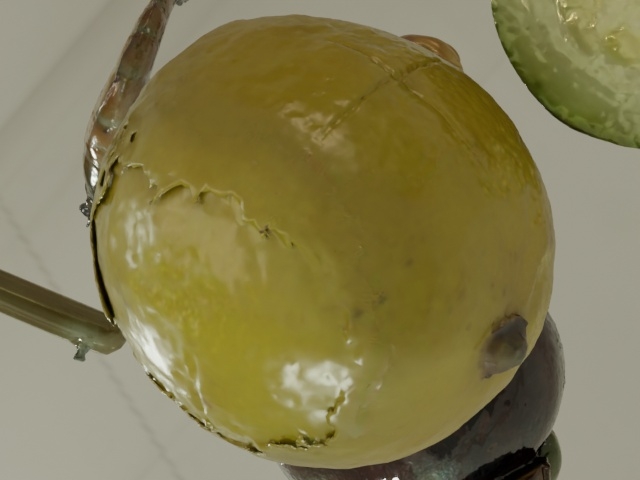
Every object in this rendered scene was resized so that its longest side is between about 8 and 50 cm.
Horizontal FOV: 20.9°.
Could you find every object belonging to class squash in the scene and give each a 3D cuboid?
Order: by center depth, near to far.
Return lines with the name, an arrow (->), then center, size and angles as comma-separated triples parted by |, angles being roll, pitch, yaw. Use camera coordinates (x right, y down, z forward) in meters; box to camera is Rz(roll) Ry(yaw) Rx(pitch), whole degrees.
squash -> 0.238, -0.183, 1.148 | 0.252, 0.252, 0.049 | 41, -162, 13

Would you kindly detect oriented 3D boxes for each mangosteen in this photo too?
mangosteen -> 0.087, 0.157, 1.647 | 0.300, 0.300, 0.300 | 41, -178, -2

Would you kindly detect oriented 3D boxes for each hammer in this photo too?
hammer -> -0.344, 0.056, 1.864 | 0.305, 0.202, 0.113 | 28, -139, -26

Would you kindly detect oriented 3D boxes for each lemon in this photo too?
lemon -> -0.001, 0.000, 1.100 | 0.297, 0.297, 0.297 | 41, -178, -2

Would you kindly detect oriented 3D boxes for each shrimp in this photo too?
shrimp -> -0.154, -0.124, 1.489 | 0.051, 0.198, 0.262 | 22, 147, 1

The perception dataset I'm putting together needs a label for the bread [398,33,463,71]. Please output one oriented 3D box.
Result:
bread -> 0.098, -0.171, 2.049 | 0.119, 0.177, 0.084 | -1, 143, 38
